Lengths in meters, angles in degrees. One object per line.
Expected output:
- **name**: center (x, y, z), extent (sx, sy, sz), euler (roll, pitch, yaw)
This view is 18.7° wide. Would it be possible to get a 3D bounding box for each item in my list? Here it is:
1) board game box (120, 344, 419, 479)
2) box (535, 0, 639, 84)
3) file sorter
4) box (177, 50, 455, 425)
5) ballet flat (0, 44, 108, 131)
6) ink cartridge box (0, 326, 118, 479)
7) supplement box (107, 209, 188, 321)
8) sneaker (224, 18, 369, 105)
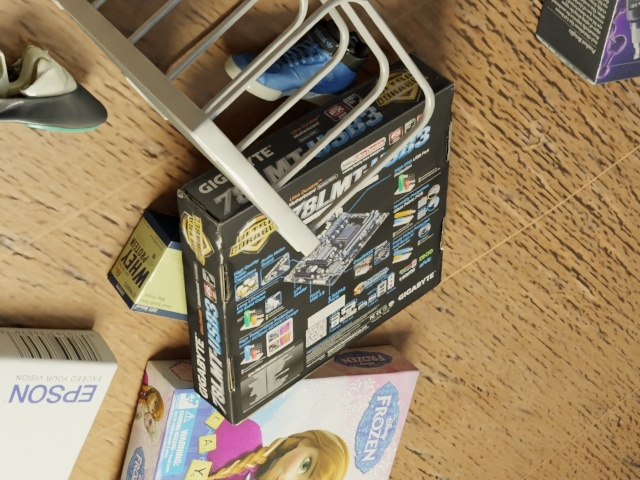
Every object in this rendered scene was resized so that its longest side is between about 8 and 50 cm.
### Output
- **board game box**: center (-0.070, 0.273, 2.109), extent (0.318, 0.066, 0.318), euler (-2, 117, -35)
- **box**: center (0.323, -0.275, 1.933), extent (0.153, 0.108, 0.207), euler (-13, 131, -28)
- **file sorter**: center (-0.068, -0.162, 1.622), extent (0.173, 0.278, 0.193), euler (-44, 138, -3)
- **box**: center (0.000, 0.000, 1.897), extent (0.295, 0.073, 0.293), euler (-33, 144, -26)
- **ballet flat**: center (-0.267, -0.131, 1.654), extent (0.203, 0.074, 0.074), euler (0, 125, -33)
- **ink cartridge box**: center (-0.395, 0.227, 1.865), extent (0.324, 0.071, 0.330), euler (3, 121, -38)
- **supplement box**: center (-0.146, 0.026, 1.882), extent (0.083, 0.056, 0.083), euler (14, 115, -43)
- **sneaker**: center (-0.017, -0.173, 1.804), extent (0.152, 0.058, 0.084), euler (9, 125, -45)
